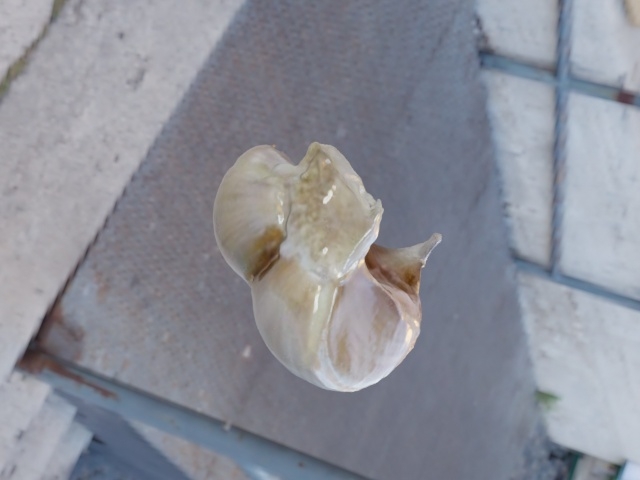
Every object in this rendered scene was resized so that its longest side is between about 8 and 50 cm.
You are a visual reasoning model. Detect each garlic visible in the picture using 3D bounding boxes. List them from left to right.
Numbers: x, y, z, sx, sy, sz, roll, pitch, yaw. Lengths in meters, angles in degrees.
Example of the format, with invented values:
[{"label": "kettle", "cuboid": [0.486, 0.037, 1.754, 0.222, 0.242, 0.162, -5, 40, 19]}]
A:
[{"label": "garlic", "cuboid": [-0.002, 0.009, 0.847, 0.124, 0.174, 0.099, -46, 148, 13]}]
